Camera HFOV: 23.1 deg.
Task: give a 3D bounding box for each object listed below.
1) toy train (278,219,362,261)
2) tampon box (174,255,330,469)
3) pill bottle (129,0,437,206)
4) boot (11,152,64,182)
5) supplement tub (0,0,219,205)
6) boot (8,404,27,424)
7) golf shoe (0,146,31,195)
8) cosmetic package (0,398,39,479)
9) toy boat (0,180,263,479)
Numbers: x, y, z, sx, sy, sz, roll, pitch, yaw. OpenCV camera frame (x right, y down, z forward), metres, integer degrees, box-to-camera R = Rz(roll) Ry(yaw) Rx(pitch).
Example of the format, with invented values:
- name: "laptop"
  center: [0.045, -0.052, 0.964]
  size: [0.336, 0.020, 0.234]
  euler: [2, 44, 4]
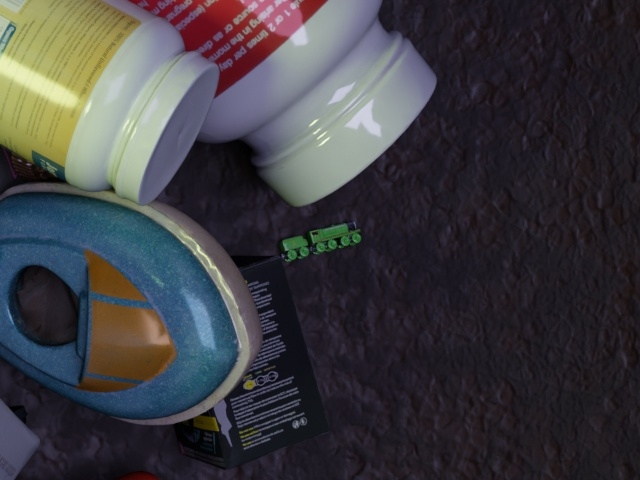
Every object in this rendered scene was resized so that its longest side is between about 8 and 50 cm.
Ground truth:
- name: "toy train"
  center: [0.000, 0.000, 1.456]
  size: [0.083, 0.017, 0.023]
  euler: [-15, 85, -22]
- name: "tampon box"
  center: [-0.079, 0.102, 1.365]
  size: [0.101, 0.120, 0.161]
  euler: [-18, 96, -23]
- name: "pill bottle"
  center: [-0.095, -0.232, 1.304]
  size: [0.229, 0.229, 0.407]
  euler: [-47, 106, -16]
- name: "boot"
  center: [-0.207, -0.079, 1.314]
  size: [0.059, 0.158, 0.084]
  euler: [9, 79, 18]
- name: "supplement tub"
  center: [-0.192, -0.126, 1.183]
  size: [0.200, 0.144, 0.144]
  euler: [29, 78, 6]
- name: "boot"
  center: [-0.291, 0.203, 1.317]
  size: [0.121, 0.045, 0.099]
  euler: [-21, 96, -15]
- name: "golf shoe"
  center: [-0.311, -0.150, 1.297]
  size: [0.120, 0.105, 0.272]
  euler: [-16, 102, -38]
- name: "cosmetic package"
  center: [-0.450, 0.182, 1.034]
  size: [0.327, 0.329, 0.393]
  euler: [30, 74, 9]
- name: "toy boat"
  center: [-0.177, 0.116, 1.251]
  size: [0.148, 0.268, 0.318]
  euler: [-25, 122, -57]
